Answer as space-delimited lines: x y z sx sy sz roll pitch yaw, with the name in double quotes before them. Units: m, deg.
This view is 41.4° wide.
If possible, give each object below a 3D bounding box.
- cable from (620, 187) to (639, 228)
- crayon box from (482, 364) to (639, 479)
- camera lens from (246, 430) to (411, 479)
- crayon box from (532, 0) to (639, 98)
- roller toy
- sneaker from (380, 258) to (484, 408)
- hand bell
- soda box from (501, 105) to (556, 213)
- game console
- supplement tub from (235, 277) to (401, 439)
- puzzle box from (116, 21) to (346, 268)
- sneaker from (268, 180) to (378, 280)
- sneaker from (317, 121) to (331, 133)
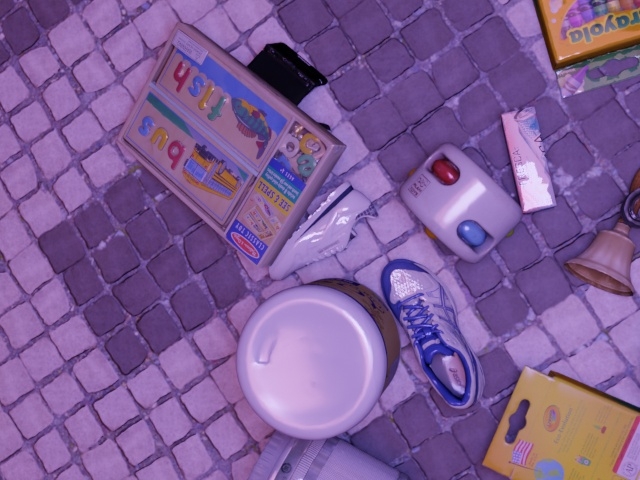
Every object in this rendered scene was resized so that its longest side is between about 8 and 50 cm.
"cable" 0.639 -0.104 1.414 0.287 0.072 0.140 -10 85 -9
"crayon box" 0.467 0.363 1.479 0.318 0.081 0.202 24 95 10
"camera lens" 0.014 0.465 1.500 0.274 0.219 0.219 27 96 10
"crayon box" 0.477 -0.434 1.470 0.203 0.083 0.323 -16 88 11
"roller toy" 0.236 -0.062 1.466 0.209 0.191 0.146 45 99 7
"sneaker" 0.203 0.162 1.507 0.111 0.131 0.296 -34 83 12
"hand bell" 0.530 -0.039 1.468 0.126 0.126 0.242 26 82 10
"soda box" 0.369 -0.141 1.507 0.062 0.058 0.183 -13 89 11
"game console" -0.065 -0.304 1.579 0.122 0.107 0.071 41 117 8
"supplement tub" 0.011 0.187 1.442 0.241 0.331 0.241 0 91 11
"puzzle box" -0.177 -0.178 1.552 0.409 0.052 0.272 40 111 20
"sneaker" 0.000 0.000 1.572 0.095 0.090 0.235 44 101 -3
"sneaker" -0.082 -0.253 1.586 0.216 0.079 0.121 7 90 11
